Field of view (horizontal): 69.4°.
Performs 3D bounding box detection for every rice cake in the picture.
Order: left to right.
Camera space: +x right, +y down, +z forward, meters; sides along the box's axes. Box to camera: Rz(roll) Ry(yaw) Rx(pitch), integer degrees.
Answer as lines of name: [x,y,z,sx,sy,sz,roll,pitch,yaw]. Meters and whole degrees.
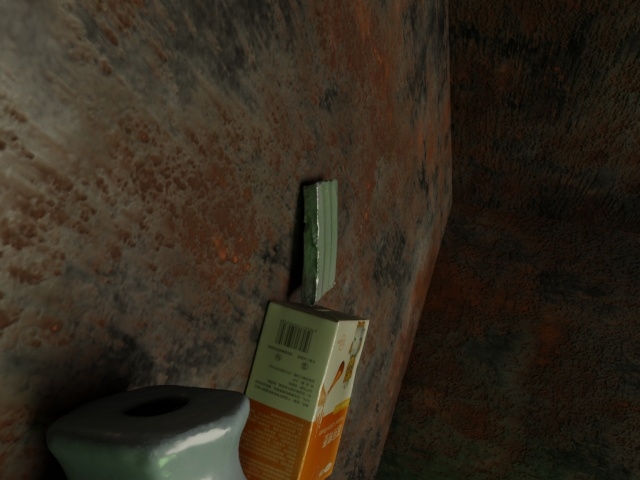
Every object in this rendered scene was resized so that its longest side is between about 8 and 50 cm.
rice cake: [0.000,0.000,0.904,0.127,0.043,0.237,-27,119,-65]

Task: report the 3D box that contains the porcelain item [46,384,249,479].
porcelain item: [-0.144,0.361,0.446,0.178,0.242,0.405,-4,89,-65]

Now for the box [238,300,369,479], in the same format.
box: [-0.036,0.299,0.890,0.225,0.143,0.341,24,81,-68]
